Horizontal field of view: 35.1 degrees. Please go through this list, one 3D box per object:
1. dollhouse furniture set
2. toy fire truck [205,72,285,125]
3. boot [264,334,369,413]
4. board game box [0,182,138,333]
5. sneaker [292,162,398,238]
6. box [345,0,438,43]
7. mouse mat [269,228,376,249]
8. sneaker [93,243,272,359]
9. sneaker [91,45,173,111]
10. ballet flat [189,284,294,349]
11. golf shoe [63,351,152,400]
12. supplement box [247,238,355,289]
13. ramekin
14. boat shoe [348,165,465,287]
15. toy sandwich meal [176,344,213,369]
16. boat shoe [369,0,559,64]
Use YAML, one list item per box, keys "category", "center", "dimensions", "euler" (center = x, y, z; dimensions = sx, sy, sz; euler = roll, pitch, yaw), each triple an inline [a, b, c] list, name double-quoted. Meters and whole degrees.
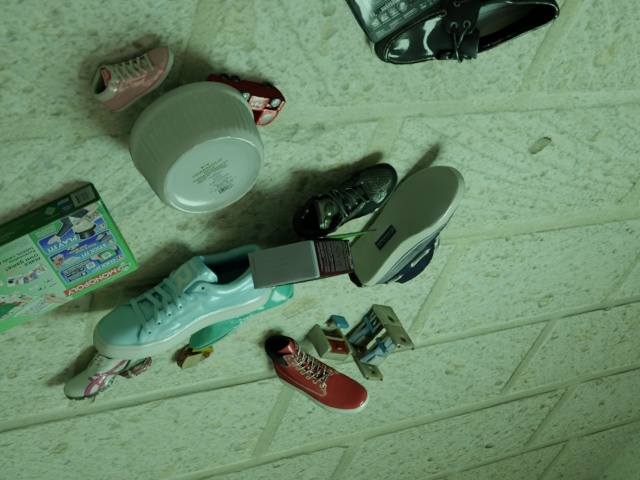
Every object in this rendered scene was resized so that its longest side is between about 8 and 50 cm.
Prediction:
- category: "dollhouse furniture set"
  center: [0.096, 0.234, 2.341]
  dimensions: [0.184, 0.129, 0.129]
  euler: [13, 126, -46]
- category: "toy fire truck"
  center: [-0.164, -0.205, 1.659]
  dimensions: [0.192, 0.047, 0.135]
  euler: [4, 132, -40]
- category: "boot"
  center: [-0.011, 0.296, 2.262]
  dimensions: [0.088, 0.244, 0.176]
  euler: [-58, 153, -24]
- category: "board game box"
  center: [-0.493, 0.046, 1.730]
  dimensions: [0.317, 0.046, 0.213]
  euler: [-26, 147, -8]
- category: "sneaker"
  center: [0.051, -0.072, 1.920]
  dimensions: [0.228, 0.087, 0.130]
  euler: [-27, -176, -1]
- category: "box"
  center: [0.138, -0.439, 1.581]
  dimensions: [0.233, 0.059, 0.183]
  euler: [-34, 146, 5]
- category: "mouse mat"
  center: [0.000, 0.000, 1.981]
  dimensions: [0.153, 0.007, 0.190]
  euler: [-8, 177, -35]
- category: "sneaker"
  center: [-0.263, 0.095, 1.910]
  dimensions: [0.366, 0.135, 0.150]
  euler: [-24, 139, -26]
- category: "sneaker"
  center: [-0.285, -0.248, 1.509]
  dimensions: [0.134, 0.051, 0.070]
  euler: [-37, 151, 16]
- category: "ballet flat"
  center: [-0.175, 0.129, 2.065]
  dimensions: [0.247, 0.083, 0.087]
  euler: [-29, 122, -2]
- category: "golf shoe"
  center: [-0.438, 0.252, 2.031]
  dimensions: [0.186, 0.067, 0.086]
  euler: [-28, 119, -4]
- category: "supplement box"
  center: [-0.032, 0.044, 1.937]
  dimensions: [0.130, 0.073, 0.239]
  euler: [-12, 177, 19]
- category: "ramekin"
  center: [-0.186, -0.137, 1.588]
  dimensions: [0.207, 0.109, 0.207]
  euler: [-21, 145, -15]
- category: "boat shoe"
  center: [0.206, -0.029, 2.118]
  dimensions: [0.158, 0.127, 0.340]
  euler: [2, 142, -48]
- category: "toy sandwich meal"
  center: [-0.267, 0.249, 2.174]
  dimensions: [0.086, 0.029, 0.085]
  euler: [-20, 145, -15]
- category: "boat shoe"
  center: [0.254, -0.361, 1.719]
  dimensions: [0.340, 0.113, 0.127]
  euler: [-19, 145, -17]
